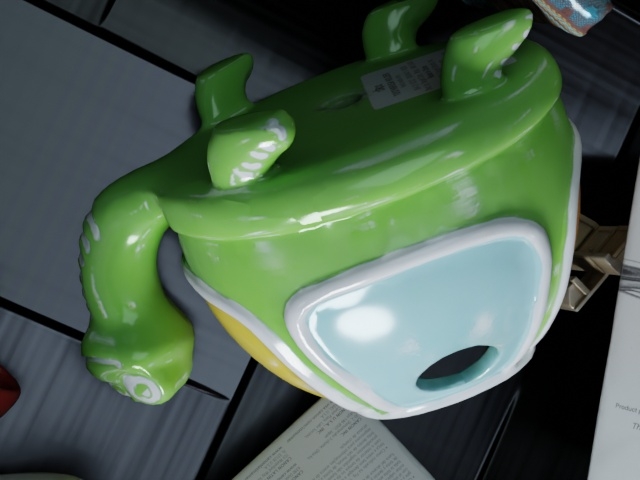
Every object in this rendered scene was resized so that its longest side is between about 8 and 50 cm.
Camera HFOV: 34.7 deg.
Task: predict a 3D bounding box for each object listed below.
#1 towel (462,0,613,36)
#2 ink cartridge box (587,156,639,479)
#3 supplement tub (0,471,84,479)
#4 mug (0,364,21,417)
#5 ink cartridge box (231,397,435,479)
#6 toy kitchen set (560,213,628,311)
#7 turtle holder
[{"bbox_3d":[-0.012,-0.248,0.616,0.370,0.271,0.040,35,101,-12],"label":"towel"},{"bbox_3d":[0.292,0.060,0.719,0.197,0.114,0.272,10,90,-53],"label":"ink cartridge box"},{"bbox_3d":[-0.210,0.320,0.605,0.228,0.228,0.316,-11,94,-12],"label":"supplement tub"},{"bbox_3d":[-0.253,0.048,0.617,0.150,0.169,0.113,10,89,-12],"label":"mug"},{"bbox_3d":[0.023,0.236,0.688,0.181,0.056,0.224,-41,68,-9],"label":"ink cartridge box"},{"bbox_3d":[0.176,0.002,0.754,0.075,0.083,0.068,42,82,-10],"label":"toy kitchen set"},{"bbox_3d":[0.014,0.000,0.640,0.320,0.243,0.227,-30,114,-24],"label":"turtle holder"}]
